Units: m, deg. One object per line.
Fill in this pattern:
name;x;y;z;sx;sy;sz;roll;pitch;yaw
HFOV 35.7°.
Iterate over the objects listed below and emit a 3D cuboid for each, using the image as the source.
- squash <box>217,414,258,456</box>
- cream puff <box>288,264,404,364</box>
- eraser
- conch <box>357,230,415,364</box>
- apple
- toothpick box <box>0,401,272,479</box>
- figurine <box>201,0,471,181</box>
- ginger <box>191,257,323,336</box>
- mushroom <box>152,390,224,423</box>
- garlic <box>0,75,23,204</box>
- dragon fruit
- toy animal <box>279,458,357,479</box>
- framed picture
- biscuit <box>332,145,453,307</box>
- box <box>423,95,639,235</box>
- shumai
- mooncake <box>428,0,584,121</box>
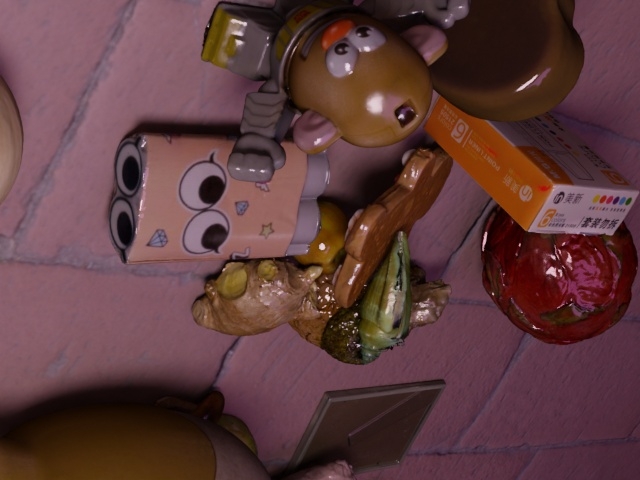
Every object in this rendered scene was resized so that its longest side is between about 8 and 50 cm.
squash;-0.224;0.406;1.706;0.252;0.049;0.252;-22;136;-23
cream puff;0.054;0.118;1.584;0.183;0.169;0.183;-22;135;-23
eraser;-0.129;-0.061;1.322;0.290;0.087;0.171;-2;112;-39
conch;0.100;0.094;1.469;0.079;0.095;0.201;6;115;-6
apple;0.000;0.000;1.484;0.099;0.102;0.114;-32;140;-16
toothpick box;-0.299;0.433;1.381;0.425;0.409;0.409;10;118;-32
figurine;0.018;-0.211;1.167;0.342;0.285;0.167;-52;142;14
ginger;-0.085;0.085;1.469;0.216;0.102;0.157;-25;141;25
mushroom;-0.211;0.282;1.590;0.129;0.073;0.088;2;157;-37
garlic;-0.453;-0.074;0.986;0.249;0.286;0.313;25;106;-2
dragon fruit;0.415;0.036;1.731;0.277;0.277;0.342;-39;153;-5
toy animal;-0.082;0.550;1.815;0.358;0.188;0.226;-21;149;-31
framed picture;0.089;0.380;1.968;0.324;0.020;0.241;-1;125;-40
biscuit;0.111;-0.043;1.495;0.340;0.047;0.216;-47;160;-42
box;0.318;-0.122;1.508;0.220;0.274;0.091;-2;131;-41
shumai;0.155;0.117;1.694;0.139;0.105;0.123;-43;156;-23
mooncake;0.240;-0.271;1.356;0.235;0.235;0.117;-53;143;12
